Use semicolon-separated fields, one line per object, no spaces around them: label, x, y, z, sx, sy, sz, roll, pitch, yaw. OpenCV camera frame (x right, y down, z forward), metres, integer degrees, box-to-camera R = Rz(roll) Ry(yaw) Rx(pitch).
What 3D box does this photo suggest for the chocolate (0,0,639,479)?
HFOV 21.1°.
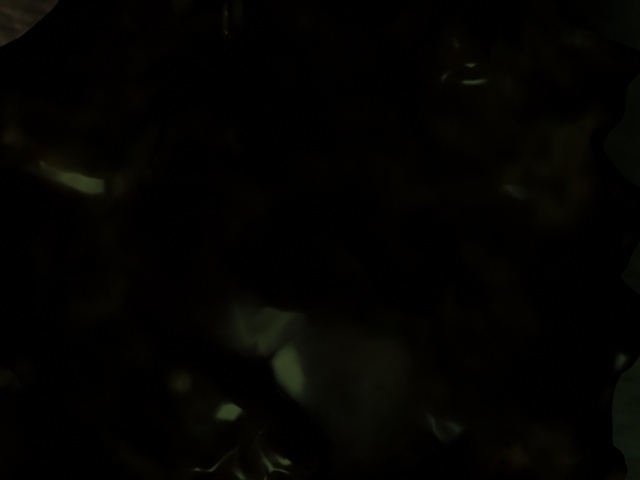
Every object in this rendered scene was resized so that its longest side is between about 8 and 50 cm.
chocolate;0.000;0.000;0.395;0.224;0.206;0.177;12;120;-22
